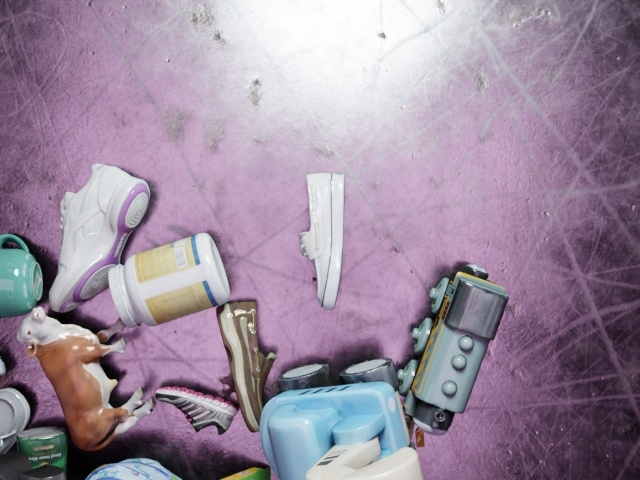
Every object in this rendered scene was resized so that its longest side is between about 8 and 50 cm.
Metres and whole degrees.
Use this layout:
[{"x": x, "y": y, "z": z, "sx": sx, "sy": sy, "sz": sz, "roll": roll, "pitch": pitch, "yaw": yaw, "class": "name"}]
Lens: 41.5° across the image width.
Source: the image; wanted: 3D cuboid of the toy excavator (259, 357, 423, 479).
[{"x": 0.034, "y": 0.365, "z": 1.427, "sx": 0.433, "sy": 0.445, "sz": 0.222, "roll": -11, "pitch": 95, "yaw": 31, "class": "toy excavator"}]

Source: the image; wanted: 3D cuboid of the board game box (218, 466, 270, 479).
[{"x": -0.185, "y": 0.519, "z": 1.606, "sx": 0.039, "sy": 0.259, "sz": 0.124, "roll": 3, "pitch": 93, "yaw": 39, "class": "board game box"}]

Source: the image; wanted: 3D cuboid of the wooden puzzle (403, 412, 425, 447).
[{"x": 0.155, "y": 0.380, "z": 1.697, "sx": 0.116, "sy": 0.014, "sz": 0.078, "roll": 4, "pitch": 92, "yaw": -1, "class": "wooden puzzle"}]

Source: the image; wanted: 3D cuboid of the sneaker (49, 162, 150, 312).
[{"x": -0.450, "y": -0.006, "z": 1.636, "sx": 0.152, "sy": 0.114, "sz": 0.305, "roll": 31, "pitch": 93, "yaw": 19, "class": "sneaker"}]

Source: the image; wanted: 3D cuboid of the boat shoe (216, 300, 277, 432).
[{"x": -0.129, "y": 0.243, "z": 1.647, "sx": 0.095, "sy": 0.095, "sz": 0.257, "roll": -14, "pitch": 93, "yaw": -6, "class": "boat shoe"}]

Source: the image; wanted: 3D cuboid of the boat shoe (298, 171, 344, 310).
[{"x": 0.000, "y": 0.000, "z": 1.637, "sx": 0.088, "sy": 0.096, "sz": 0.267, "roll": 2, "pitch": 92, "yaw": 3, "class": "boat shoe"}]

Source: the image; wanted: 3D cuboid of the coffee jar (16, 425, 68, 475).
[{"x": -0.539, "y": 0.462, "z": 1.648, "sx": 0.096, "sy": 0.079, "sz": 0.184, "roll": -4, "pitch": 94, "yaw": -26, "class": "coffee jar"}]

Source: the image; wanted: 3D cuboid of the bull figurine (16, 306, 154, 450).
[{"x": -0.452, "y": 0.253, "z": 1.629, "sx": 0.188, "sy": 0.101, "sz": 0.310, "roll": -18, "pitch": 104, "yaw": -2, "class": "bull figurine"}]

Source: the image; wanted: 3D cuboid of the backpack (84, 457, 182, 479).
[{"x": -0.378, "y": 0.592, "z": 1.591, "sx": 0.290, "sy": 0.273, "sz": 0.355, "roll": 22, "pitch": 79, "yaw": 23, "class": "backpack"}]

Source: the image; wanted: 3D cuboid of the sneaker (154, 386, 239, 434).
[{"x": -0.249, "y": 0.337, "z": 1.661, "sx": 0.170, "sy": 0.063, "sz": 0.075, "roll": 17, "pitch": 86, "yaw": -7, "class": "sneaker"}]

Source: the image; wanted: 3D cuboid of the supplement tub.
[{"x": -0.286, "y": 0.079, "z": 1.608, "sx": 0.199, "sy": 0.144, "sz": 0.144, "roll": -18, "pitch": 93, "yaw": 0, "class": "supplement tub"}]

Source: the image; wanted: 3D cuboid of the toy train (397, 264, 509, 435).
[{"x": 0.248, "y": 0.207, "z": 1.603, "sx": 0.142, "sy": 0.190, "sz": 0.334, "roll": 21, "pitch": 92, "yaw": -2, "class": "toy train"}]

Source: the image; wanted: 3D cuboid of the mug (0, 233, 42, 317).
[{"x": -0.589, "y": 0.067, "z": 1.608, "sx": 0.097, "sy": 0.129, "sz": 0.158, "roll": -2, "pitch": 92, "yaw": -4, "class": "mug"}]

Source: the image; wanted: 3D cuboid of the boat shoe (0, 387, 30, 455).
[{"x": -0.704, "y": 0.411, "z": 1.635, "sx": 0.320, "sy": 0.103, "sz": 0.118, "roll": -36, "pitch": 93, "yaw": 0, "class": "boat shoe"}]

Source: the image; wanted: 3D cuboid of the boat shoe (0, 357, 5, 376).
[{"x": -0.715, "y": 0.243, "z": 1.546, "sx": 0.109, "sy": 0.302, "sz": 0.094, "roll": -30, "pitch": 81, "yaw": 20, "class": "boat shoe"}]

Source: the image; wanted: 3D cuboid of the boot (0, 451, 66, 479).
[{"x": -0.543, "y": 0.540, "z": 1.541, "sx": 0.264, "sy": 0.096, "sz": 0.280, "roll": 1, "pitch": 95, "yaw": 32, "class": "boot"}]
